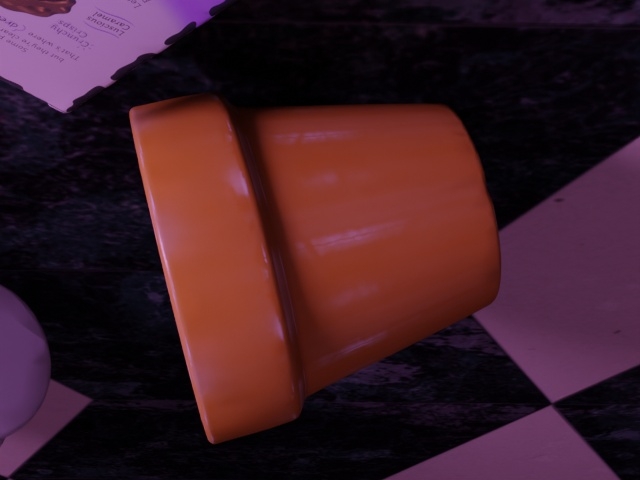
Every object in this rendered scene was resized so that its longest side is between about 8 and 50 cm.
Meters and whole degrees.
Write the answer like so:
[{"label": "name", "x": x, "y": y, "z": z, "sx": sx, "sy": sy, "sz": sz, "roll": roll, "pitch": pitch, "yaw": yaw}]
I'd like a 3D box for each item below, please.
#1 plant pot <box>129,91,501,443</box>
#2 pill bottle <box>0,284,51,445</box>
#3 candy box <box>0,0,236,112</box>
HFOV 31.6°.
[{"label": "plant pot", "x": 0.000, "y": 0.000, "z": 0.685, "sx": 0.187, "sy": 0.205, "sz": 0.205, "roll": -13, "pitch": 154, "yaw": -6}, {"label": "pill bottle", "x": -0.372, "y": 0.137, "z": 0.960, "sx": 0.318, "sy": 0.176, "sz": 0.176, "roll": -23, "pitch": 145, "yaw": 38}, {"label": "candy box", "x": -0.119, "y": -0.152, "z": 0.498, "sx": 0.196, "sy": 0.070, "sz": 0.164, "roll": -23, "pitch": 145, "yaw": 37}]
